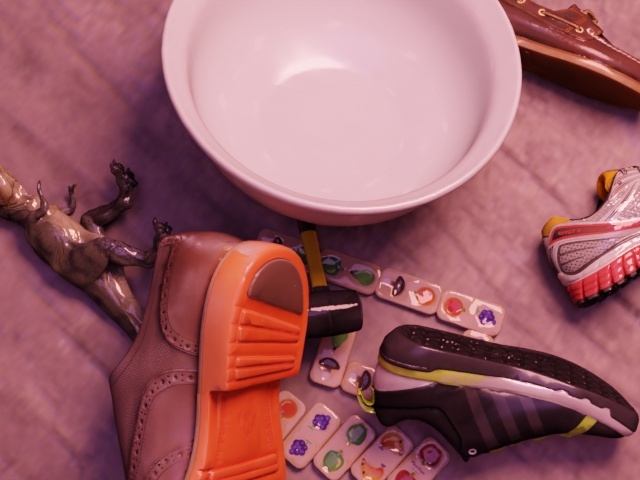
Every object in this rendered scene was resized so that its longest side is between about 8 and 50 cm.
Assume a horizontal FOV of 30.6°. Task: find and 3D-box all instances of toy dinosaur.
[{"bbox_3d":[-0.194,0.005,1.039,0.118,0.064,0.268,-44,80,8],"label":"toy dinosaur"}]

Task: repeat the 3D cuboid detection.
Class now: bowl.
[{"bbox_3d":[0.012,-0.124,1.008,0.298,0.134,0.298,3,63,-5],"label":"bowl"}]

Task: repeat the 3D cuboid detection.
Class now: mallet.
[{"bbox_3d":[0.000,0.000,1.028,0.062,0.039,0.189,1,58,-7],"label":"mallet"}]

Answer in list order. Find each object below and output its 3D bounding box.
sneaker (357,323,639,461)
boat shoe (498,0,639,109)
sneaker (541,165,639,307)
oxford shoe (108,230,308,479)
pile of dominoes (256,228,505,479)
[{"bbox_3d":[0.148,0.142,0.992,0.235,0.084,0.097,15,103,-2],"label":"sneaker"},{"bbox_3d":[0.216,-0.184,1.062,0.207,0.073,0.073,24,81,7],"label":"boat shoe"},{"bbox_3d":[0.294,-0.038,1.019,0.225,0.088,0.092,-33,77,-6],"label":"sneaker"},{"bbox_3d":[-0.109,0.170,0.968,0.133,0.130,0.363,14,93,34],"label":"oxford shoe"},{"bbox_3d":[0.016,0.107,1.019,0.251,0.040,0.196,18,78,6],"label":"pile of dominoes"}]
